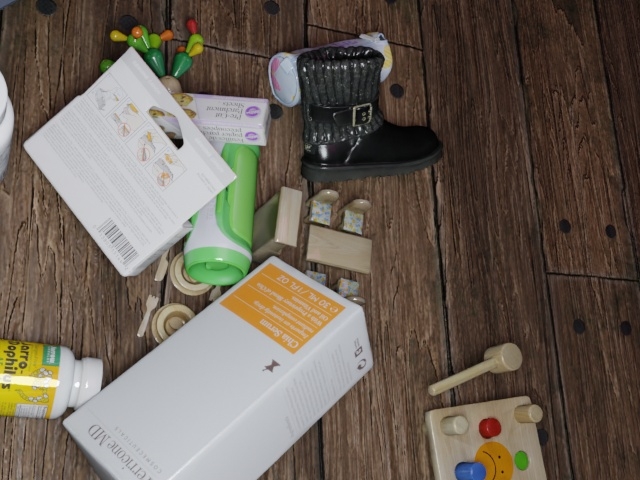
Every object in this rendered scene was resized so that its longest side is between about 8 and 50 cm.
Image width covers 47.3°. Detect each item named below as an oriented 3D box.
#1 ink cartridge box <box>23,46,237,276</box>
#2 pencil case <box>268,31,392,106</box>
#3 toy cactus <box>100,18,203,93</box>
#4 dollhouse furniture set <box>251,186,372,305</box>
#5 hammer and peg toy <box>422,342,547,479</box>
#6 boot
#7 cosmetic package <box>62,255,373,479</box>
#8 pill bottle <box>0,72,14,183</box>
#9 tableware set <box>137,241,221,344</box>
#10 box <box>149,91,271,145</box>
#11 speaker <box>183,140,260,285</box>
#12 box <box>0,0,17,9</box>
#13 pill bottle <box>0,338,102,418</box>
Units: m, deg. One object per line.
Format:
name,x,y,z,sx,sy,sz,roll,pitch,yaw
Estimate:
ink cartridge box,-0.319,-0.131,1.249,0.261,0.066,0.296,-40,83,6
pencil case,0.024,-0.368,1.559,0.273,0.124,0.113,-22,85,-29
toy cactus,-0.304,-0.335,1.412,0.219,0.112,0.180,-29,98,-38
dollhouse furniture set,0.000,0.000,1.413,0.242,0.161,0.212,14,69,-22
hammer and peg toy,0.325,0.400,1.473,0.266,0.127,0.361,-3,76,-25
boot,0.112,-0.266,1.495,0.348,0.131,0.260,-12,116,-28
cosmetic package,-0.150,0.246,1.197,0.453,0.230,0.161,-40,138,-27
pill bottle,-0.559,-0.171,1.121,0.160,0.283,0.160,8,71,-24
tableware set,-0.244,0.104,1.332,0.128,0.039,0.194,21,66,-19
box,-0.254,-0.226,1.327,0.324,0.063,0.067,6,60,6
speaker,-0.180,-0.073,1.349,0.131,0.131,0.296,14,60,-22
box,-0.539,-0.457,1.148,0.343,0.312,0.179,-39,121,-20
pill bottle,-0.457,0.219,1.149,0.208,0.117,0.117,11,70,-23
